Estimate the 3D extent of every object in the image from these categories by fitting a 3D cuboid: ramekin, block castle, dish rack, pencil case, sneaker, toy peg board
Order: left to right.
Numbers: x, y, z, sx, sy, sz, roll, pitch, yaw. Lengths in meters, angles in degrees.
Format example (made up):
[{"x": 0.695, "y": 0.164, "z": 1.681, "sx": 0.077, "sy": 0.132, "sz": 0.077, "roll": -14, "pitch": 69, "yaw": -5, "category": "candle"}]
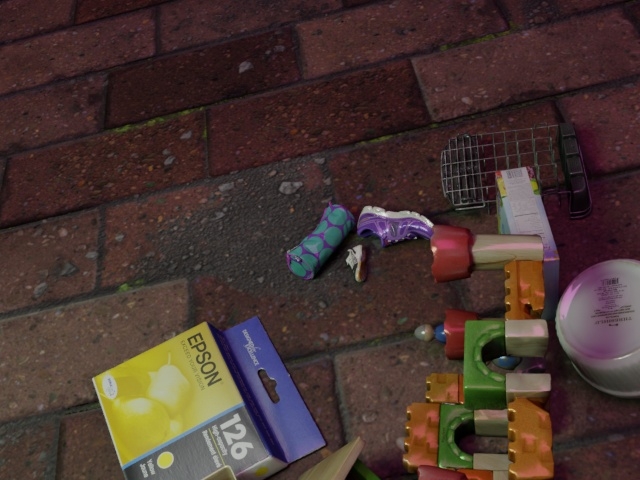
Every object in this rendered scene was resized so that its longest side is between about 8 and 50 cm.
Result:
[{"x": 0.000, "y": 0.000, "z": 1.478, "sx": 0.070, "sy": 0.064, "sz": 0.151, "roll": 37, "pitch": 65, "yaw": 8, "category": "pencil case"}, {"x": 0.006, "y": 0.387, "z": 1.104, "sx": 0.079, "sy": 0.160, "sz": 0.161, "roll": 45, "pitch": 39, "yaw": 0, "category": "toy peg board"}, {"x": 0.065, "y": 0.047, "z": 1.450, "sx": 0.037, "sy": 0.032, "sz": 0.083, "roll": -15, "pitch": 43, "yaw": 21, "category": "sneaker"}, {"x": 0.148, "y": -0.015, "z": 1.467, "sx": 0.170, "sy": 0.068, "sz": 0.071, "roll": 9, "pitch": 69, "yaw": 31, "category": "sneaker"}, {"x": 0.209, "y": 0.229, "z": 1.081, "sx": 0.213, "sy": 0.303, "sz": 0.453, "roll": -2, "pitch": 50, "yaw": 14, "category": "block castle"}, {"x": 0.370, "y": -0.132, "z": 1.491, "sx": 0.272, "sy": 0.074, "sz": 0.208, "roll": -5, "pitch": 49, "yaw": 12, "category": "dish rack"}, {"x": 0.458, "y": 0.126, "z": 1.175, "sx": 0.207, "sy": 0.109, "sz": 0.207, "roll": -25, "pitch": 47, "yaw": 31, "category": "ramekin"}]

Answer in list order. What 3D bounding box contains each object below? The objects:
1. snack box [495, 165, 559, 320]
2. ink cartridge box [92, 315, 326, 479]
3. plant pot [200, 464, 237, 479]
[{"x": 0.347, "y": 0.008, "z": 1.309, "sx": 0.070, "sy": 0.174, "sz": 0.207, "roll": -11, "pitch": 49, "yaw": 7, "category": "snack box"}, {"x": -0.195, "y": 0.284, "z": 1.294, "sx": 0.307, "sy": 0.072, "sz": 0.303, "roll": -29, "pitch": 50, "yaw": -7, "category": "ink cartridge box"}, {"x": -0.149, "y": 0.421, "z": 1.147, "sx": 0.109, "sy": 0.096, "sz": 0.109, "roll": -28, "pitch": 48, "yaw": -10, "category": "plant pot"}]
